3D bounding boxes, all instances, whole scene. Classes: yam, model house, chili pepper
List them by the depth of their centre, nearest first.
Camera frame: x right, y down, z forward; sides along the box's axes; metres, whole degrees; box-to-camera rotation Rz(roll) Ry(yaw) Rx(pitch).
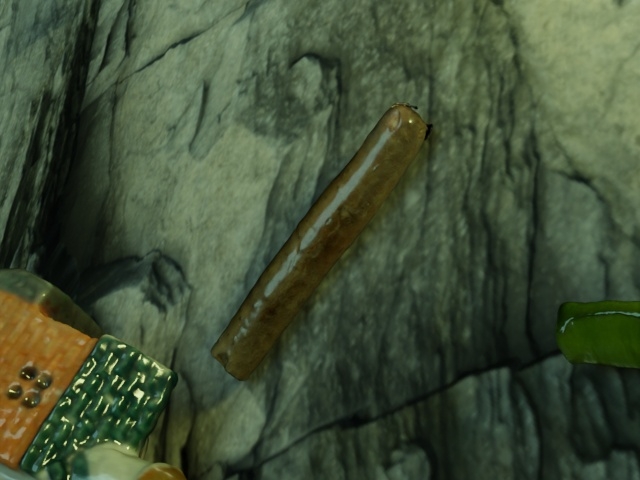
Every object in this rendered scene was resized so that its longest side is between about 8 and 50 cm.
[{"bbox_3d":[0.216,0.063,0.536,0.201,0.050,0.052,14,92,49],"label":"chili pepper"},{"bbox_3d":[0.000,0.000,0.811,0.264,0.046,0.046,-54,39,9],"label":"yam"},{"bbox_3d":[-0.198,0.198,0.819,0.300,0.190,0.271,15,61,31],"label":"model house"}]
